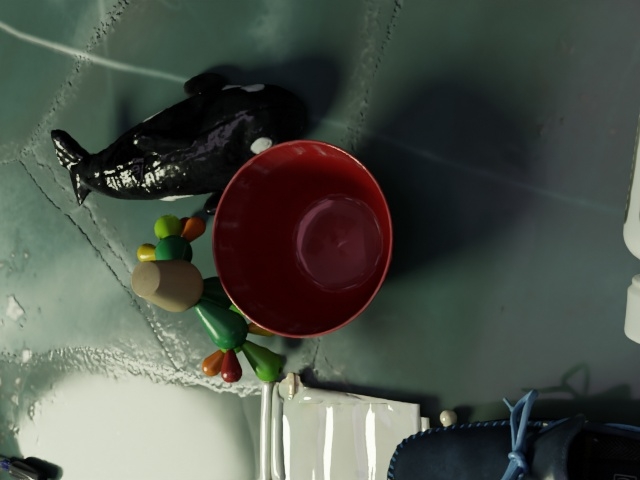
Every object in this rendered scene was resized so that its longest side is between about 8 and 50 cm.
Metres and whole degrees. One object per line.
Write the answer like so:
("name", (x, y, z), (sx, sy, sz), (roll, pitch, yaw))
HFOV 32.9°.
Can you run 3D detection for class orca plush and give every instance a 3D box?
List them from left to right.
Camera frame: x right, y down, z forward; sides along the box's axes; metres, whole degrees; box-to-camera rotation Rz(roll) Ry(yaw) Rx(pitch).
("orca plush", (-0.164, -0.109, 1.100), (0.287, 0.102, 0.151), (3, 80, 26))

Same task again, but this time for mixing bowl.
("mixing bowl", (0.000, 0.000, 1.031), (0.181, 0.098, 0.182), (-1, 87, 24))

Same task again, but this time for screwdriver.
("screwdriver", (-0.391, 0.264, 1.310), (0.169, 0.025, 0.024), (14, 100, 36))

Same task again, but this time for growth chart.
("growth chart", (0.033, 0.223, 1.075), (0.237, 0.021, 0.172), (10, 98, 27))

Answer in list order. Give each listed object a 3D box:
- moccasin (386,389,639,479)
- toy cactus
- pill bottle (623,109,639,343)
("moccasin", (0.214, 0.187, 0.908), (0.341, 0.117, 0.138), (-5, 60, 21))
("toy cactus", (-0.125, 0.052, 1.060), (0.112, 0.180, 0.219), (-35, 66, 18))
("pill bottle", (0.321, -0.057, 0.827), (0.161, 0.161, 0.283), (10, 98, 27))
